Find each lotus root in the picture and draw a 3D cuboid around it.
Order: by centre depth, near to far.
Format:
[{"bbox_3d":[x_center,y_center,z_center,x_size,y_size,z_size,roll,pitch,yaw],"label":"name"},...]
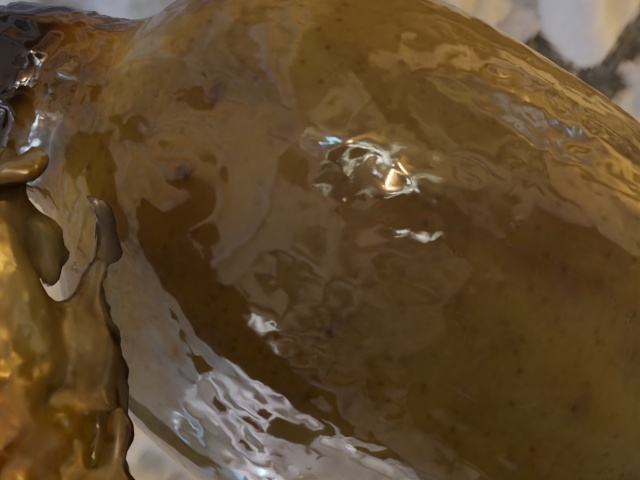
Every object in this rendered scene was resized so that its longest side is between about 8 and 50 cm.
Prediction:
[{"bbox_3d":[0.000,0.000,0.458,0.183,0.310,0.183,-58,-172,13],"label":"lotus root"}]

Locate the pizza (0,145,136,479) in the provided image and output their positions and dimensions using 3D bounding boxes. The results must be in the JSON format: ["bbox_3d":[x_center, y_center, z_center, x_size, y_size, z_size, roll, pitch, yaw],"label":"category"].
[{"bbox_3d":[-0.091,0.118,0.323,0.189,0.071,0.297,4,79,-53],"label":"pizza"}]
